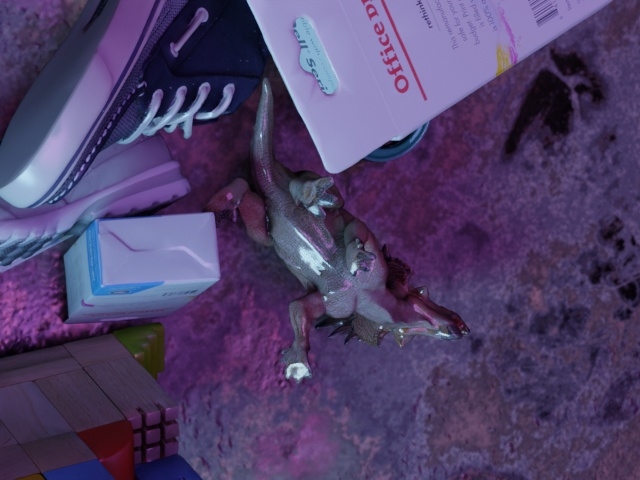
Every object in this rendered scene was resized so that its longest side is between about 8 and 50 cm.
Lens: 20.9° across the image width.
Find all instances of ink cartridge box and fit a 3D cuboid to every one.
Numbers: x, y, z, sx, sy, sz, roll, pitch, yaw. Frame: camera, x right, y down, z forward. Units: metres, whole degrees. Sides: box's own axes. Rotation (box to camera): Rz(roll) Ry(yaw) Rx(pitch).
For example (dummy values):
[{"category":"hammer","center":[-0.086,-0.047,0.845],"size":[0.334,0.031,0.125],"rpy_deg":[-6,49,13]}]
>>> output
[{"category":"ink cartridge box","center":[0.073,-0.223,1.529],"size":[0.353,0.119,0.207],"rpy_deg":[-33,108,-26]},{"category":"ink cartridge box","center":[-0.162,0.027,1.511],"size":[0.104,0.181,0.062],"rpy_deg":[-3,78,-20]}]

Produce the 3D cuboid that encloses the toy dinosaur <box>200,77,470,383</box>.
[{"category":"toy dinosaur","center":[0.000,0.000,1.568],"size":[0.127,0.200,0.296],"rpy_deg":[-30,92,15]}]

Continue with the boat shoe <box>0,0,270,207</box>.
[{"category":"boat shoe","center":[-0.139,-0.129,1.459],"size":[0.158,0.127,0.341],"rpy_deg":[40,53,-23]}]

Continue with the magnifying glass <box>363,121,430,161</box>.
[{"category":"magnifying glass","center":[0.099,-0.174,1.651],"size":[0.092,0.026,0.231],"rpy_deg":[40,82,-20]}]

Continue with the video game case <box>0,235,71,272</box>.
[{"category":"video game case","center":[-0.250,-0.037,1.547],"size":[0.122,0.011,0.087],"rpy_deg":[-29,105,-15]}]

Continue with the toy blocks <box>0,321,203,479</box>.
[{"category":"toy blocks","center":[-0.249,0.200,1.413],"size":[0.381,0.261,0.191],"rpy_deg":[-11,118,-28]}]

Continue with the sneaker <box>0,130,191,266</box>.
[{"category":"sneaker","center":[-0.250,-0.049,1.482],"size":[0.281,0.105,0.115],"rpy_deg":[-18,84,-40]}]
